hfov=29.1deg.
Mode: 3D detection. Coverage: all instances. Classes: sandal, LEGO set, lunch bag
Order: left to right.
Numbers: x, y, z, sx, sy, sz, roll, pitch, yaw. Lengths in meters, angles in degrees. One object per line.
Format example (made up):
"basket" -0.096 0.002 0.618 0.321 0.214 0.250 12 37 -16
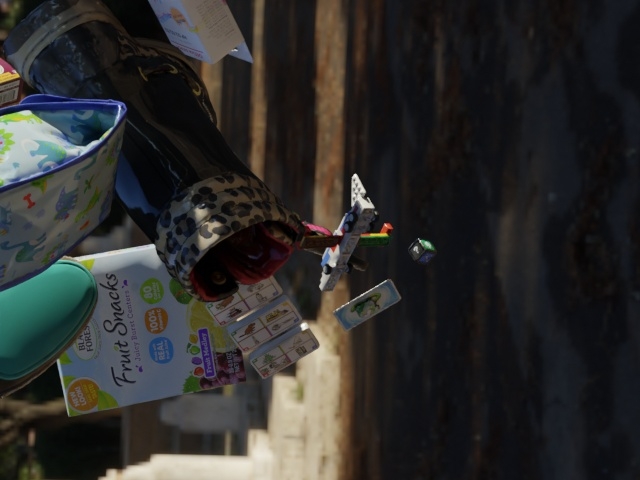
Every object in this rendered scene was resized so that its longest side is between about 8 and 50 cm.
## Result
"lunch bag" -0.229 -0.045 1.000 0.096 0.151 0.129 49 142 24
"sandal" 0.000 0.000 1.856 0.067 0.179 0.040 13 83 58
"LEGO set" 0.004 0.039 1.356 0.060 0.244 0.182 61 -179 37

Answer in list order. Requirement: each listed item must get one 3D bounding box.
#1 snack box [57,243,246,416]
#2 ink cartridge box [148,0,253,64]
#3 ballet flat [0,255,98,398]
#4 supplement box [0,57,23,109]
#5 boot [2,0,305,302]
"snack box" -0.202 0.094 1.411 0.070 0.207 0.174 -168 68 -78
"ink cartridge box" -0.172 -0.305 1.664 0.104 0.061 0.181 28 152 48
"ballet flat" -0.344 0.124 1.164 0.316 0.107 0.106 -43 10 -36
"supplement box" -0.402 -0.194 1.470 0.055 0.083 0.043 -31 -31 -46
"boot" -0.136 -0.075 1.222 0.284 0.138 0.377 51 -178 15
